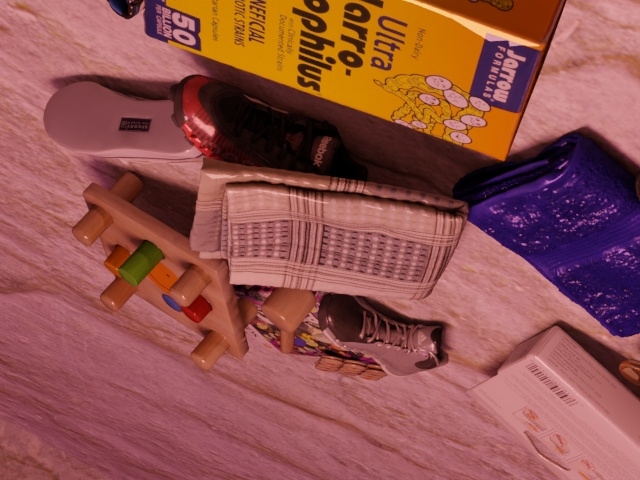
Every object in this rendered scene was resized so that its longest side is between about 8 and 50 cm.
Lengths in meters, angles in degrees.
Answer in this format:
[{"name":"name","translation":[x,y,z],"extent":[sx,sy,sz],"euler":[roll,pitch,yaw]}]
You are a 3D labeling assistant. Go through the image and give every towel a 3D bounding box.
[{"name":"towel","translation":[0.000,0.000,1.694],"extent":[0.324,0.056,0.312],"euler":[9,161,-2]},{"name":"towel","translation":[0.324,0.007,1.613],"extent":[0.308,0.076,0.228],"euler":[34,153,-21]}]

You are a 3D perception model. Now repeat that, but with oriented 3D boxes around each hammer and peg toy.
[{"name":"hammer and peg toy","translation":[-0.179,0.077,1.995],"extent":[0.361,0.127,0.266],"euler":[30,154,22]}]

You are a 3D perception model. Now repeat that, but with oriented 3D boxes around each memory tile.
[{"name":"memory tile","translation":[0.050,0.207,2.241],"extent":[0.113,0.012,0.148],"euler":[11,168,-3]}]

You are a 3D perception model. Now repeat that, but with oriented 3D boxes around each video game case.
[{"name":"video game case","translation":[-0.041,0.118,2.167],"extent":[0.232,0.042,0.210],"euler":[3,149,36]}]

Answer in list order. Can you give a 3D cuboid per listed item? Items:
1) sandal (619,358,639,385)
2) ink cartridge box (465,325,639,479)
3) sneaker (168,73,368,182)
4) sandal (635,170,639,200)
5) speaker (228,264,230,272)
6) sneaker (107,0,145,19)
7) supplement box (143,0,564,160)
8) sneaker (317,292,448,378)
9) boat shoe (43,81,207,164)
[{"name":"sandal","translation":[0.481,0.178,1.855],"extent":[0.180,0.049,0.072],"euler":[12,162,-11]},{"name":"ink cartridge box","translation":[0.377,0.268,1.991],"extent":[0.296,0.066,0.261],"euler":[42,157,0]},{"name":"sneaker","translation":[-0.052,-0.117,1.660],"extent":[0.276,0.097,0.135],"euler":[35,152,-28]},{"name":"sandal","translation":[0.533,0.031,1.482],"extent":[0.446,0.107,0.167],"euler":[43,152,-11]},{"name":"speaker","translation":[-0.102,0.011,1.999],"extent":[0.055,0.055,0.136],"euler":[22,155,2]},{"name":"sneaker","translation":[-0.149,-0.262,1.431],"extent":[0.217,0.121,0.079],"euler":[28,155,-11]},{"name":"supplement box","translation":[0.039,-0.247,1.219],"extent":[0.356,0.195,0.194],"euler":[20,154,7]},{"name":"sneaker","translation":[0.109,0.132,2.041],"extent":[0.132,0.086,0.229],"euler":[-9,150,41]},{"name":"boat shoe","translation":[-0.233,-0.143,1.775],"extent":[0.267,0.096,0.088],"euler":[5,167,30]}]
